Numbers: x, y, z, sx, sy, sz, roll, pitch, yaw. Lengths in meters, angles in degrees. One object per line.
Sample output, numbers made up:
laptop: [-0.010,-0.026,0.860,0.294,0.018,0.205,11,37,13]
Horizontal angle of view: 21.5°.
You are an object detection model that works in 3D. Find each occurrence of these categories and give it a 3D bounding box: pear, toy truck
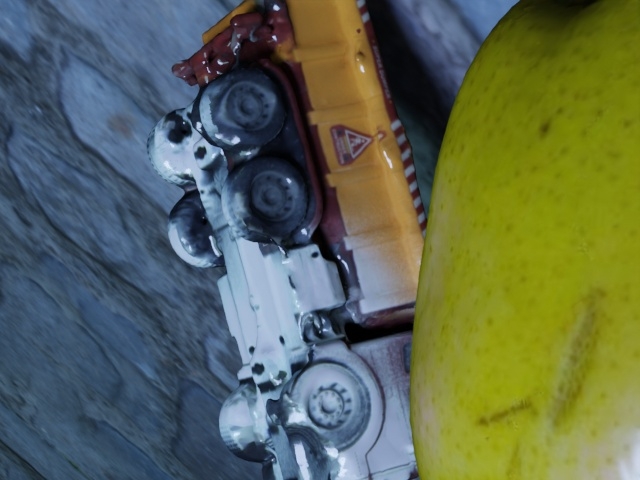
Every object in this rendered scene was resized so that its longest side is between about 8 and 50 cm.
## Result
pear: [0.180,0.039,0.719,0.285,0.336,0.285,11,-172,-2]
toy truck: [0.000,0.000,0.889,0.114,0.135,0.270,-24,80,62]
